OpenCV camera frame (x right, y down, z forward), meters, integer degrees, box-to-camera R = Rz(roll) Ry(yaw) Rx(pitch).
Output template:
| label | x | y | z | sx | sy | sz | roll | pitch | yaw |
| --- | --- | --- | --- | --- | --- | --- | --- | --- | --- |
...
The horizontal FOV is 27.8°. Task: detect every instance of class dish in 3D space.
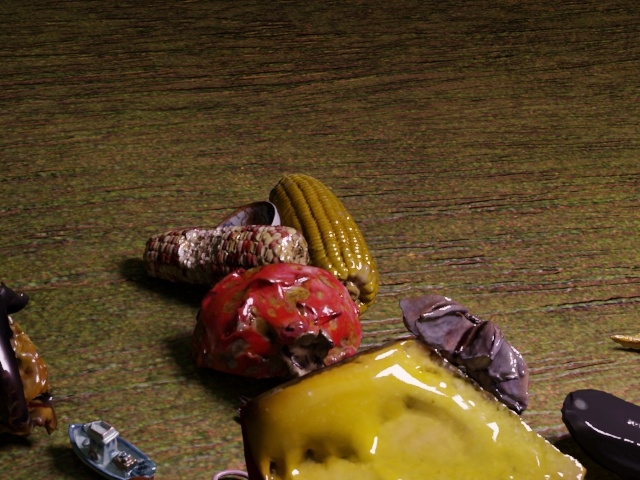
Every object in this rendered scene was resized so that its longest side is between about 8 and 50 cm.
| label | x | y | z | sx | sy | sz | roll | pitch | yaw |
| --- | --- | --- | --- | --- | --- | --- | --- | --- | --- |
| dish | -0.112 | 0.011 | 2.124 | 0.141 | 0.078 | 0.141 | -26 | 32 | 18 |

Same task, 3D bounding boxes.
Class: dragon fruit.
| label | x | y | z | sx | sy | sz | roll | pitch | yaw |
| --- | --- | --- | --- | --- | --- | --- | --- | --- | --- |
| dragon fruit | -0.043 | 0.117 | 1.835 | 0.262 | 0.134 | 0.211 | -9 | 22 | -18 |

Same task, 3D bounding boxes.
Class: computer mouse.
| label | x | y | z | sx | sy | sz | roll | pitch | yaw |
| --- | --- | --- | --- | --- | --- | --- | --- | --- | --- |
| computer mouse | 0.430 | 0.280 | 1.779 | 0.217 | 0.073 | 0.122 | 19 | 35 | 7 |

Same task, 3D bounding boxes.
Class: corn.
| label | x | y | z | sx | sy | sz | roll | pitch | yaw |
| --- | --- | --- | --- | --- | --- | --- | --- | --- | --- |
| corn | -0.156 | 0.023 | 2.005 | 0.290 | 0.098 | 0.098 | 2 | 26 | 27 |
| corn | 0.000 | 0.000 | 2.103 | 0.131 | 0.131 | 0.344 | -3 | 32 | -17 |

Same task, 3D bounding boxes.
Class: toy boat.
| label | x | y | z | sx | sy | sz | roll | pitch | yaw |
| --- | --- | --- | --- | --- | --- | --- | --- | --- | --- |
| toy boat | -0.271 | 0.267 | 1.655 | 0.140 | 0.066 | 0.059 | 25 | 38 | 28 |

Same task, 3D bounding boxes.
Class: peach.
| label | x | y | z | sx | sy | sz | roll | pitch | yaw |
| --- | --- | --- | --- | --- | --- | --- | --- | --- | --- |
| peach | 0.089 | 0.291 | 1.531 | 0.380 | 0.242 | 0.306 | 35 | 59 | 17 |

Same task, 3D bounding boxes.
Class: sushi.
| label | x | y | z | sx | sy | sz | roll | pitch | yaw |
| --- | --- | --- | --- | --- | --- | --- | --- | --- | --- |
| sushi | -0.451 | 0.163 | 1.675 | 0.213 | 0.204 | 0.200 | -12 | -8 | 28 |

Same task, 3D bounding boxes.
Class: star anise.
| label | x | y | z | sx | sy | sz | roll | pitch | yaw |
| --- | --- | --- | --- | --- | --- | --- | --- | --- | --- |
| star anise | 0.215 | 0.155 | 1.878 | 0.236 | 0.093 | 0.229 | 40 | -5 | -3 |

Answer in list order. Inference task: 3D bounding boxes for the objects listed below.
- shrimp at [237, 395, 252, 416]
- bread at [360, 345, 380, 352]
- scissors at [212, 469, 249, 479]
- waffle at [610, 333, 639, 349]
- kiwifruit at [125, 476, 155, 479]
| label | x | y | z | sx | sy | sz | roll | pitch | yaw |
| --- | --- | --- | --- | --- | --- | --- | --- | --- | --- |
| shrimp | -0.078 | 0.243 | 1.778 | 0.092 | 0.029 | 0.038 | 17 | 40 | 27 |
| bread | 0.112 | 0.215 | 1.831 | 0.193 | 0.064 | 0.193 | 7 | 33 | -5 |
| scissors | -0.165 | 0.321 | 1.630 | 0.176 | 0.022 | 0.085 | 2 | 34 | -15 |
| waffle | 0.560 | 0.149 | 2.064 | 0.191 | 0.032 | 0.125 | 15 | 33 | 9 |
| kiwifruit | -0.201 | 0.334 | 1.553 | 0.124 | 0.075 | 0.075 | 32 | 38 | 28 |
